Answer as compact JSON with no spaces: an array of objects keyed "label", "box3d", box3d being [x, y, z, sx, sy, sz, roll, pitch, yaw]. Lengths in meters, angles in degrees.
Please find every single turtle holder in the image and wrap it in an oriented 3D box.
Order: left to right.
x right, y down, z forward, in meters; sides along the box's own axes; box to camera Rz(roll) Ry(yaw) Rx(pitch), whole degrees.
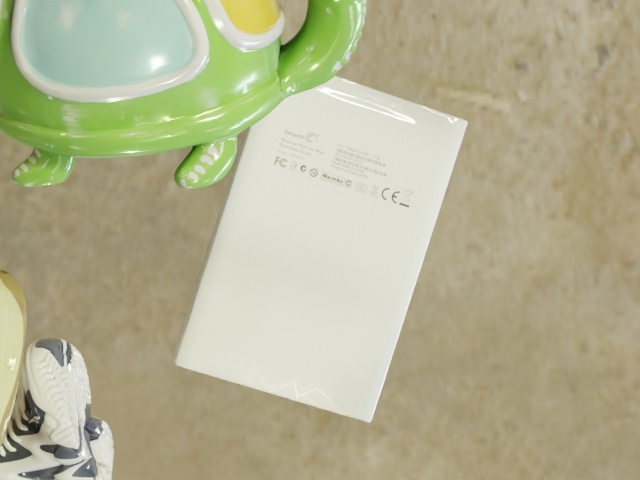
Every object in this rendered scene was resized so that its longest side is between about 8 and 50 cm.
[{"label":"turtle holder","box3d":[-0.131,-0.183,1.390,0.320,0.243,0.227,10,124,27]}]

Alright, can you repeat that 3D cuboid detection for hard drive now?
[{"label":"hard drive","box3d":[0.000,0.000,1.641,0.203,0.040,0.307,18,91,-13]}]

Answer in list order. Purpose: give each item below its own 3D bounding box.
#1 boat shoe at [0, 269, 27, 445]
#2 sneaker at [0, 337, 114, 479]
[{"label":"boat shoe","box3d":[-0.136,0.082,0.577,0.048,0.153,0.056,14,171,-41]},{"label":"sneaker","box3d":[-0.297,0.176,1.653,0.153,0.094,0.235,-4,151,5]}]
